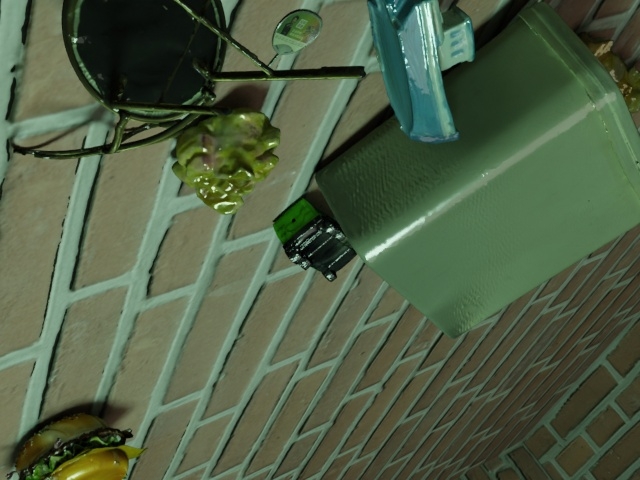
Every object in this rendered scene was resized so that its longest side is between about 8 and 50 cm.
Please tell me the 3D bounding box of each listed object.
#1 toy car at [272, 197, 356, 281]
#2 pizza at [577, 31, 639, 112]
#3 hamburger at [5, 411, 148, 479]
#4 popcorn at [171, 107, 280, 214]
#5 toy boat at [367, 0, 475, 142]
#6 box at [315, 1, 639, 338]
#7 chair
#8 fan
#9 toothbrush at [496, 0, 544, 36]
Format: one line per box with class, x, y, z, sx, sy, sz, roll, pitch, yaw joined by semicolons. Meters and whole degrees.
toy car;0.000;0.000;1.327;0.071;0.062;0.165;-40;155;9
pizza;0.398;-0.205;1.477;0.287;0.075;0.280;-18;150;-32
hamburger;-0.333;0.298;1.375;0.164;0.093;0.189;-37;154;4
popcorn;-0.090;-0.086;1.039;0.109;0.089;0.097;-44;166;7
toy boat;0.121;-0.189;1.070;0.102;0.088;0.215;-23;133;-8
box;0.223;-0.067;1.296;0.343;0.177;0.352;-35;145;11
chair;-0.132;-0.154;0.807;0.159;0.170;0.325;-23;-164;-37
fan;-0.033;-0.199;1.006;0.080;0.003;0.060;-36;155;-3
toothbrush;0.293;-0.315;1.202;0.304;0.030;0.030;-47;154;21
